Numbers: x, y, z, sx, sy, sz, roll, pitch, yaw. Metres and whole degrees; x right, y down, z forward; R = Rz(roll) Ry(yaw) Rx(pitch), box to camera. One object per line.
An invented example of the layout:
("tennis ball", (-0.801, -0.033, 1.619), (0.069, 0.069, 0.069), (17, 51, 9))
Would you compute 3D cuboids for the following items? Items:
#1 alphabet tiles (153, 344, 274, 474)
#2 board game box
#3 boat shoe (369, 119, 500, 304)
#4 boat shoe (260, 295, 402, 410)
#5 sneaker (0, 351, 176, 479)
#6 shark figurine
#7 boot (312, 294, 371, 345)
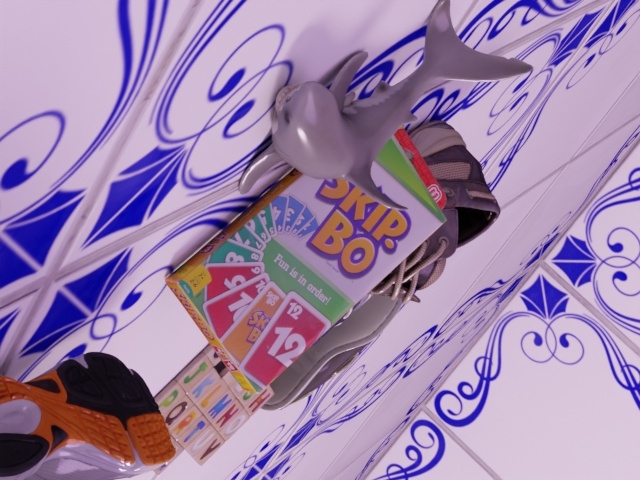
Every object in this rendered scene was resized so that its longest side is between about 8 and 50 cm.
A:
("alphabet tiles", (-0.112, 0.170, 1.638), (0.198, 0.009, 0.237), (-44, 158, -10))
("board game box", (0.000, 0.000, 1.314), (0.259, 0.124, 0.039), (-43, -157, -22))
("boat shoe", (0.072, -0.015, 1.466), (0.355, 0.130, 0.132), (-31, 160, -50))
("boat shoe", (0.010, 0.110, 1.784), (0.228, 0.081, 0.069), (-40, 169, 6))
("sneaker", (-0.219, 0.152, 1.132), (0.121, 0.099, 0.262), (-35, 158, 25))
("shark figurine", (0.049, -0.081, 1.237), (0.278, 0.116, 0.166), (-28, 160, -49))
("boot", (0.011, 0.062, 1.645), (0.086, 0.069, 0.190), (-46, 170, -15))
